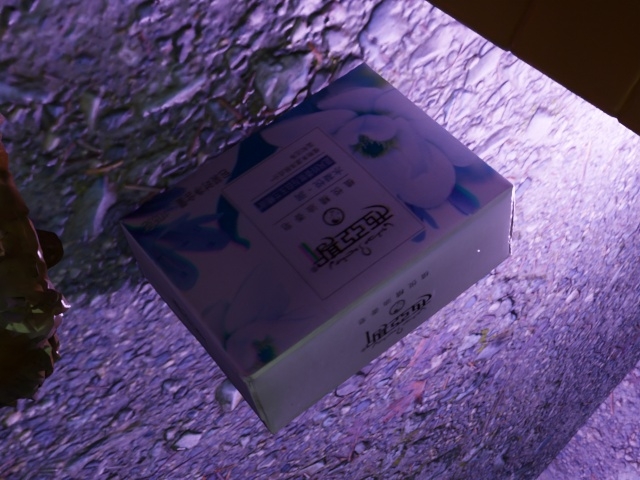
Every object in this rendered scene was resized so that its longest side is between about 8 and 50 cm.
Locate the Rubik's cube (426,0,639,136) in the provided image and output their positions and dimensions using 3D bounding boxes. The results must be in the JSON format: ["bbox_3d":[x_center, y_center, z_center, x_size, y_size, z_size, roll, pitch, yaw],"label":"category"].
[{"bbox_3d":[0.296,-0.266,0.741,0.290,0.291,0.292,-31,152,-49],"label":"Rubik's cube"}]

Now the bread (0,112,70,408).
[{"bbox_3d":[-0.313,-0.001,0.574,0.248,0.279,0.315,-6,169,-40],"label":"bread"}]

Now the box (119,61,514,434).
[{"bbox_3d":[0.000,-0.002,0.857,0.274,0.203,0.116,-34,148,-15],"label":"box"}]

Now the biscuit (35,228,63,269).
[{"bbox_3d":[-0.288,0.026,0.708,0.215,0.034,0.182,-16,136,-36],"label":"biscuit"}]
